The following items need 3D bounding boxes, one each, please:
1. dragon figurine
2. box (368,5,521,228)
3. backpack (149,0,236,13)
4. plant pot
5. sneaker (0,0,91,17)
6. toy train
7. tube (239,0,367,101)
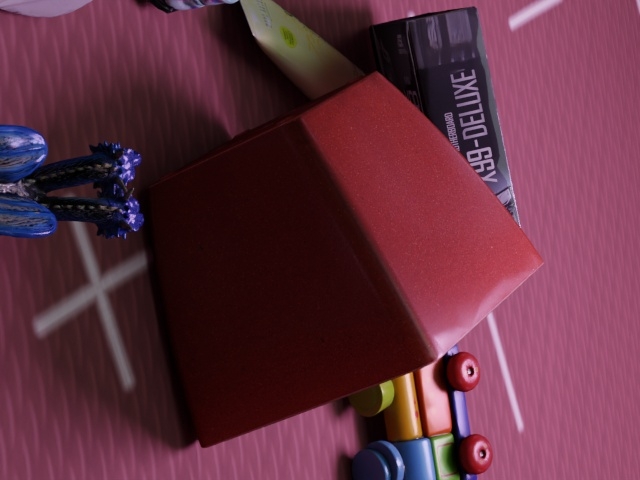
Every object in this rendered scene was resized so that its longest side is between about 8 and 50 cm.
[{"bbox_3d":[-0.249,-0.038,1.459,0.289,0.144,0.085,3,79,-59],"label":"dragon figurine"},{"bbox_3d":[0.125,-0.113,2.014,0.307,0.076,0.242,-131,-152,-82],"label":"box"},{"bbox_3d":[-0.121,-0.296,1.771,0.152,0.115,0.182,-58,133,-52],"label":"backpack"},{"bbox_3d":[0.000,0.000,1.779,0.267,0.267,0.236,-34,99,-57],"label":"plant pot"},{"bbox_3d":[-0.265,-0.237,1.570,0.212,0.080,0.094,2,69,-66],"label":"sneaker"},{"bbox_3d":[0.084,0.142,2.027,0.143,0.105,0.248,-7,89,-46],"label":"toy train"},{"bbox_3d":[-0.012,-0.180,1.976,0.240,0.070,0.062,37,74,-46],"label":"tube"}]
